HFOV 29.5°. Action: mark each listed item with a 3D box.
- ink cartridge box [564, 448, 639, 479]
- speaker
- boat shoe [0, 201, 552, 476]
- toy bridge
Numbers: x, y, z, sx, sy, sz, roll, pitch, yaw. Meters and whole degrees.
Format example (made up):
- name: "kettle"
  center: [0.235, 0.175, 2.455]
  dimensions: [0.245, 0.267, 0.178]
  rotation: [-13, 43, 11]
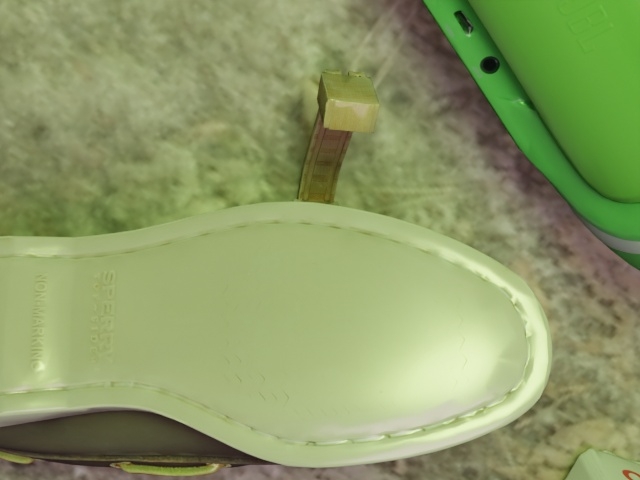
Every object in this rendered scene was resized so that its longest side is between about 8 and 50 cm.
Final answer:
- name: "ink cartridge box"
  center: [0.223, 0.231, 0.636]
  dimensions: [0.172, 0.237, 0.100]
  rotation: [21, 109, -15]
- name: "speaker"
  center: [0.116, -0.123, 0.540]
  dimensions: [0.131, 0.131, 0.296]
  rotation: [-35, 116, 6]
- name: "boat shoe"
  center: [-0.057, 0.054, 0.565]
  dimensions: [0.325, 0.096, 0.116]
  rotation: [-2, 70, 10]
- name: "toy bridge"
  center: [0.000, 0.000, 0.610]
  dimensions: [0.026, 0.063, 0.188]
  rotation: [2, 124, -9]
